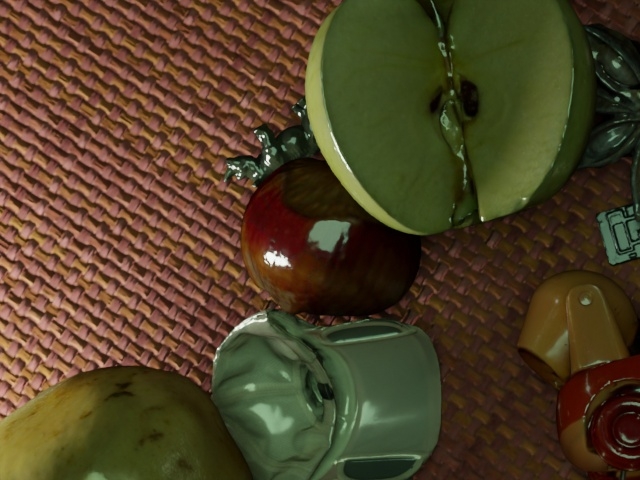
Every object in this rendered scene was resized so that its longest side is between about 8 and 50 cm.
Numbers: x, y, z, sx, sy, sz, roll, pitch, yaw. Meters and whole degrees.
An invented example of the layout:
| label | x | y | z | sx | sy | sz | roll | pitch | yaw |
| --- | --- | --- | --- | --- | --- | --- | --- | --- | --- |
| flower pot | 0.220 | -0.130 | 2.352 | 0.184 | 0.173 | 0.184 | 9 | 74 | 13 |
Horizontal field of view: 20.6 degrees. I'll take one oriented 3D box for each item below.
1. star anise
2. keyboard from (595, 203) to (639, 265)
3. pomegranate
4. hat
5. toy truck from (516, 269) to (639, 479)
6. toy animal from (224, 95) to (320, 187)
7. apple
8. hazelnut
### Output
| label | x | y | z | sx | sy | sz | roll | pitch | yaw |
| --- | --- | --- | --- | --- | --- | --- | --- | --- | --- |
| star anise | 0.368 | -0.147 | 1.890 | 0.236 | 0.109 | 0.223 | 33 | 120 | 7 |
| keyboard | 0.407 | -0.029 | 1.924 | 0.204 | 0.013 | 0.061 | -17 | 83 | 10 |
| pomegranate | -0.230 | 0.296 | 1.872 | 0.333 | 0.332 | 0.332 | -1 | 86 | 11 |
| hat | 0.012 | 0.164 | 1.952 | 0.226 | 0.164 | 0.219 | -9 | 102 | -29 |
| toy truck | 0.346 | 0.131 | 1.844 | 0.265 | 0.189 | 0.239 | -12 | 68 | 2 |
| toy animal | -0.052 | -0.103 | 2.000 | 0.136 | 0.047 | 0.065 | -32 | 89 | 1 |
| apple | 0.139 | -0.141 | 1.832 | 0.295 | 0.233 | 0.257 | -12 | 88 | 7 |
| hazelnut | 0.005 | -0.006 | 1.938 | 0.170 | 0.160 | 0.202 | -39 | 38 | -19 |
